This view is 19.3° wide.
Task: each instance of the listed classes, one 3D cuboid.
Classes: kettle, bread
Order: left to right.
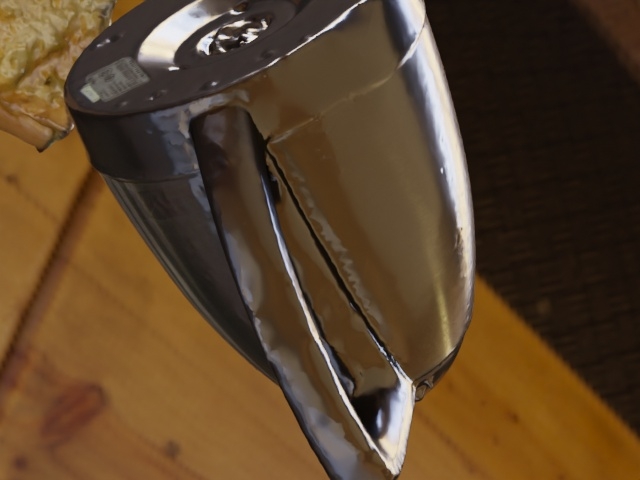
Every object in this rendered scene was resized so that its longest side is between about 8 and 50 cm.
[{"bbox_3d":[-0.269,-0.193,1.540,0.133,0.174,0.252,14,26,-33],"label":"bread"},{"bbox_3d":[0.009,-0.010,1.077,0.207,0.250,0.271,-34,119,-16],"label":"kettle"}]
